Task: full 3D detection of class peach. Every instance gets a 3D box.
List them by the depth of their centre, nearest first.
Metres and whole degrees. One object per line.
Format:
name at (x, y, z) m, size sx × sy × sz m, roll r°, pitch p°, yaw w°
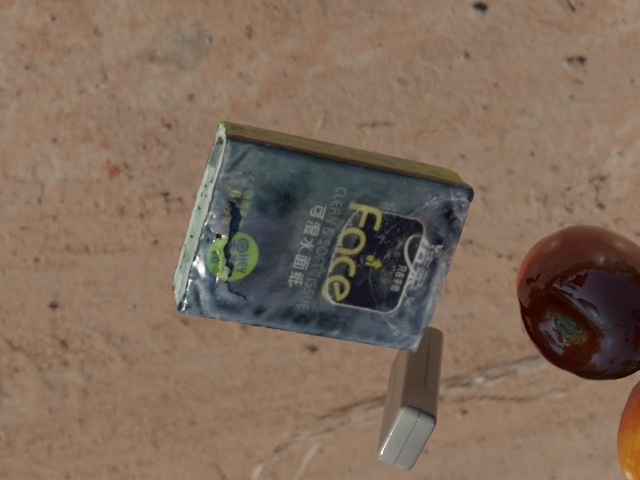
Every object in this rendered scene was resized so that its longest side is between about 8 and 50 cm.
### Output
peach at (0.537, 0.301, 1.653) m, size 0.196 × 0.226 × 0.190 m, roll -1°, pitch 165°, yaw -12°

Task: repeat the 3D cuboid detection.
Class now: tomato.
tomato at (0.322, 0.070, 1.343) m, size 0.136 × 0.195 × 0.195 m, roll -39°, pitch 147°, yaw -32°

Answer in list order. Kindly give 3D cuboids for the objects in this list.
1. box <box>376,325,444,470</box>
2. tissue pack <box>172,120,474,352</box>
box at (0.128, 0.212, 1.590) m, size 0.055 × 0.244 × 0.103 m, roll 23°, pitch 115°, yaw -2°
tissue pack at (0.000, 0.000, 1.009) m, size 0.235 × 0.073 × 0.173 m, roll 12°, pitch 110°, yaw -21°
